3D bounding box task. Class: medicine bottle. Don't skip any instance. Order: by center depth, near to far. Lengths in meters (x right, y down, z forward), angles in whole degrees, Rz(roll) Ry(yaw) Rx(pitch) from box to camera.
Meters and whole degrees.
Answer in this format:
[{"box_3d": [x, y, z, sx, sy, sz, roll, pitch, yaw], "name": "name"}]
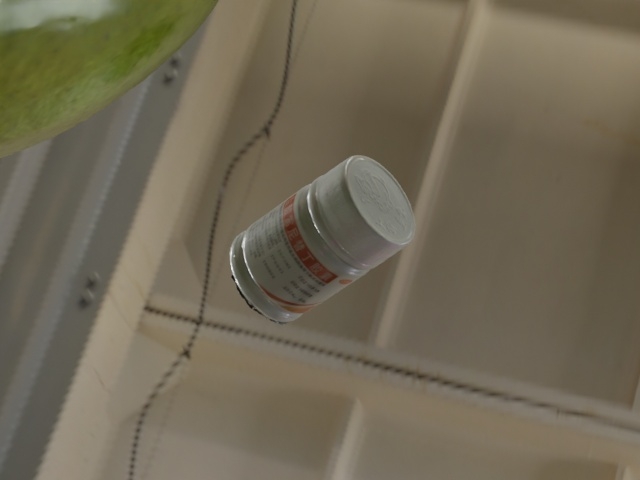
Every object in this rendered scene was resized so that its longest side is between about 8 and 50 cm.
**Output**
[{"box_3d": [0.000, 0.000, 0.837, 0.089, 0.057, 0.057, -34, -119, 31], "name": "medicine bottle"}]

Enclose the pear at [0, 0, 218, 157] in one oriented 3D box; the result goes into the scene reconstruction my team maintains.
[{"box_3d": [-0.246, -0.125, 0.708, 0.342, 0.239, 0.318, 26, -139, 21], "name": "pear"}]
